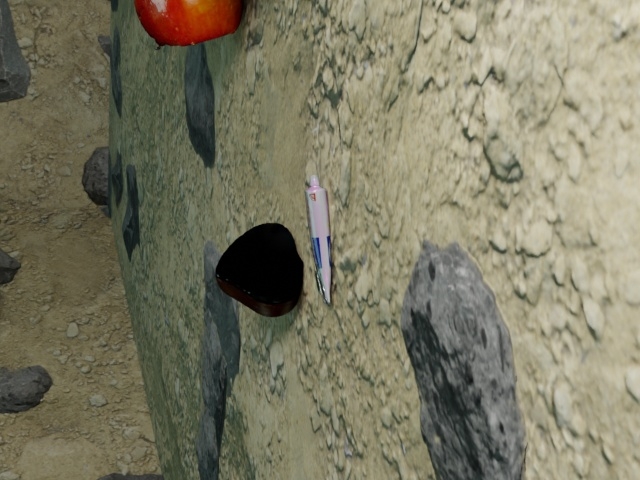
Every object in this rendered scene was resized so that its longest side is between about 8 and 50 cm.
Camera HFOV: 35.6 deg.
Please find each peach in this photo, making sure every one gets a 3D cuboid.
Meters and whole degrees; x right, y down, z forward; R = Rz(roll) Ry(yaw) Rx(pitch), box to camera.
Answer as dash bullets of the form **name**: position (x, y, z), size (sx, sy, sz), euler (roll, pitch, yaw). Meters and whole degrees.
- **peach**: position (-0.217, -0.404, 1.640), size (0.196, 0.190, 0.226), euler (-32, 66, 40)

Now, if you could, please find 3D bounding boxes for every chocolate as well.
- **chocolate**: position (-0.085, 0.059, 1.447), size (0.080, 0.125, 0.148), euler (82, 168, -51)

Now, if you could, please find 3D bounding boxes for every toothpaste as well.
- **toothpaste**: position (0.000, 0.000, 1.292), size (0.045, 0.028, 0.170), euler (-163, 67, -78)
